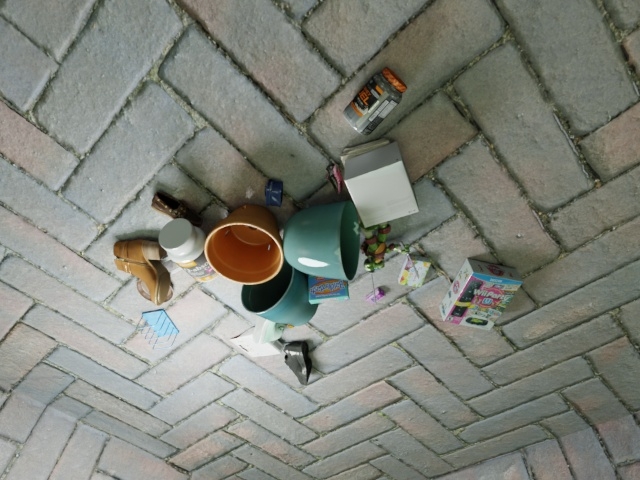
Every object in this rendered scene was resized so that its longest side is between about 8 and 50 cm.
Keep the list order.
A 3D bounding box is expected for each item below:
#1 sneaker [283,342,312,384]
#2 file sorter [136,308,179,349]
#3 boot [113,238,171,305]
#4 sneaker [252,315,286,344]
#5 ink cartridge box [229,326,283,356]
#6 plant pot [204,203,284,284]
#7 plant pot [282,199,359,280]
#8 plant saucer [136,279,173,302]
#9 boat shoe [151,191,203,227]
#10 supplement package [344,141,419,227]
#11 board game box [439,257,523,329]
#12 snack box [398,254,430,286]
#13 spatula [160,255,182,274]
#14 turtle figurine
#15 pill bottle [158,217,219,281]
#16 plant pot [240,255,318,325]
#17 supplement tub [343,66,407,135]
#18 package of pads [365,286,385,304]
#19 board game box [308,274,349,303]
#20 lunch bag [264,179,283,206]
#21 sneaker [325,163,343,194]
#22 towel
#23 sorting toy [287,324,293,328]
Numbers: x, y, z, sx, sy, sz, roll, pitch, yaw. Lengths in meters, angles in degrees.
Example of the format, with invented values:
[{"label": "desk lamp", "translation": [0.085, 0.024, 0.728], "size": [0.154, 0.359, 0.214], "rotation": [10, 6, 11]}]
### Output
[{"label": "sneaker", "translation": [-0.119, 0.631, 2.088], "size": [0.130, 0.109, 0.286], "rotation": [1, 120, 14]}, {"label": "file sorter", "translation": [-0.796, 0.439, 1.971], "size": [0.118, 0.104, 0.170], "rotation": [-11, 125, 12]}, {"label": "boot", "translation": [-0.762, 0.133, 1.703], "size": [0.220, 0.109, 0.283], "rotation": [2, 106, 10]}, {"label": "sneaker", "translation": [-0.221, 0.365, 1.911], "size": [0.151, 0.094, 0.256], "rotation": [3, 113, -47]}, {"label": "ink cartridge box", "translation": [-0.325, 0.518, 2.048], "size": [0.224, 0.056, 0.181], "rotation": [-18, 125, 39]}, {"label": "plant pot", "translation": [-0.273, -0.005, 1.552], "size": [0.291, 0.203, 0.291], "rotation": [2, 127, 3]}, {"label": "plant pot", "translation": [0.000, 0.000, 1.502], "size": [0.235, 0.293, 0.293], "rotation": [0, 127, 19]}, {"label": "plant saucer", "translation": [-0.755, 0.219, 1.853], "size": [0.168, 0.029, 0.168], "rotation": [2, 127, 3]}, {"label": "boat shoe", "translation": [-0.552, -0.117, 1.566], "size": [0.207, 0.073, 0.073], "rotation": [25, 126, -15]}, {"label": "supplement package", "translation": [0.204, -0.186, 1.363], "size": [0.194, 0.149, 0.203], "rotation": [-17, 125, 16]}, {"label": "board game box", "translation": [0.681, 0.237, 1.740], "size": [0.224, 0.097, 0.303], "rotation": [11, 125, -5]}, {"label": "snack box", "translation": [0.396, 0.130, 1.713], "size": [0.100, 0.037, 0.141], "rotation": [8, 126, -4]}, {"label": "spatula", "translation": [-0.694, 0.100, 1.749], "size": [0.242, 0.019, 0.168], "rotation": [-24, 101, 18]}, {"label": "turtle figurine", "translation": [0.251, 0.041, 1.519], "size": [0.198, 0.275, 0.266], "rotation": [-13, 127, 2]}, {"label": "pill bottle", "translation": [-0.494, 0.040, 1.570], "size": [0.162, 0.162, 0.278], "rotation": [-9, 150, 10]}, {"label": "plant pot", "translation": [-0.149, 0.232, 1.697], "size": [0.271, 0.272, 0.255], "rotation": [-26, 135, 21]}, {"label": "supplement tub", "translation": [0.171, -0.434, 1.263], "size": [0.117, 0.117, 0.190], "rotation": [34, 121, -20]}, {"label": "package of pads", "translation": [0.247, 0.251, 1.815], "size": [0.050, 0.032, 0.083], "rotation": [34, 121, -23]}, {"label": "board game box", "translation": [0.030, 0.144, 1.641], "size": [0.160, 0.210, 0.047], "rotation": [-8, 152, 8]}, {"label": "lunch bag", "translation": [-0.176, -0.177, 1.503], "size": [0.065, 0.067, 0.098], "rotation": [5, 125, -1]}, {"label": "sneaker", "translation": [0.049, -0.223, 1.477], "size": [0.057, 0.047, 0.119], "rotation": [4, 127, 25]}, {"label": "towel", "translation": [0.193, -0.223, 1.461], "size": [0.187, 0.049, 0.282], "rotation": [-12, 126, 13]}, {"label": "sorting toy", "translation": [-0.138, 0.384, 1.929], "size": [0.061, 0.042, 0.102], "rotation": [-7, 125, 8]}]
